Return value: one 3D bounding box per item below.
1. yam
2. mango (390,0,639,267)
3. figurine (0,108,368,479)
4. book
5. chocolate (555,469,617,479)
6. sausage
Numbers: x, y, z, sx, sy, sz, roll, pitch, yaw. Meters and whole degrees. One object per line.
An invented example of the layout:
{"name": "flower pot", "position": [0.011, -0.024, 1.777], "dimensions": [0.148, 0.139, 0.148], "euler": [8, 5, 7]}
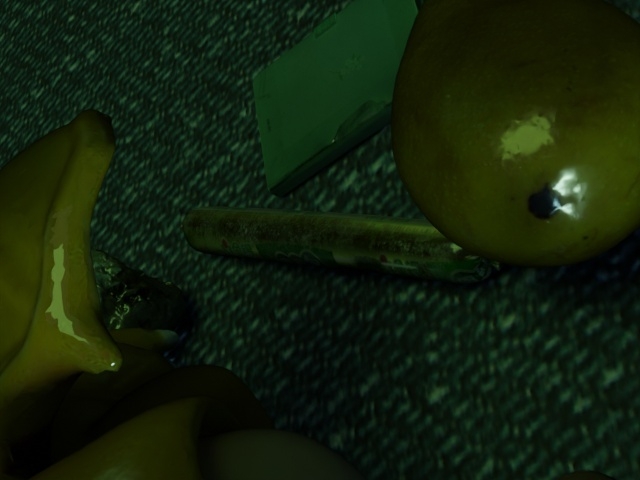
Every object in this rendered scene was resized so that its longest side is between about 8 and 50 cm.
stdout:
{"name": "yam", "position": [-0.158, 0.094, 0.762], "dimensions": [0.078, 0.078, 0.179], "euler": [30, 89, 51]}
{"name": "mango", "position": [0.095, -0.071, 0.588], "dimensions": [0.136, 0.099, 0.227], "euler": [-36, 35, 19]}
{"name": "figurine", "position": [-0.133, 0.182, 0.539], "dimensions": [0.401, 0.268, 0.387], "euler": [-47, 26, -2]}
{"name": "book", "position": [0.014, -0.101, 0.752], "dimensions": [0.135, 0.017, 0.103], "euler": [-33, 48, 29]}
{"name": "chocolate", "position": [0.115, 0.138, 0.487], "dimensions": [0.064, 0.031, 0.101], "euler": [-56, 41, 11]}
{"name": "sausage", "position": [0.000, 0.000, 0.691], "dimensions": [0.269, 0.033, 0.033], "euler": [5, 71, 47]}
